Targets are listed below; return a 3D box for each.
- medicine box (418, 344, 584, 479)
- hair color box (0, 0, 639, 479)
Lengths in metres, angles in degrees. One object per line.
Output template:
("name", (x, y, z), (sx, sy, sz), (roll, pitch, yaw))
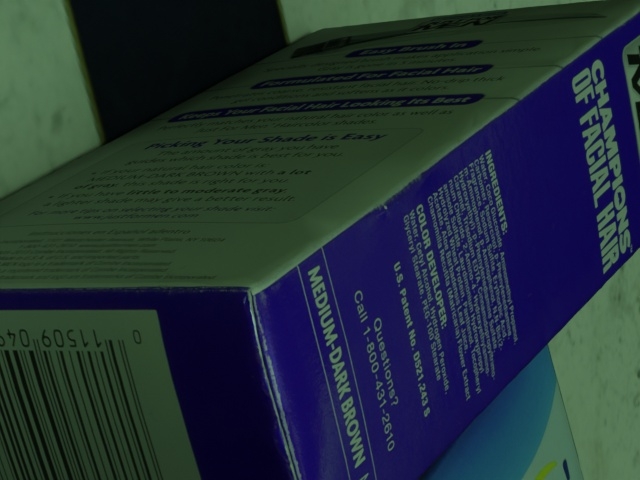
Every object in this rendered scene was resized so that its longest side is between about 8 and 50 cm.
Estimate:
("medicine box", (0.015, 0.222, 0.732), (0.263, 0.149, 0.289), (-47, 127, -47))
("hair color box", (0.000, 0.000, 0.684), (0.339, 0.185, 0.110), (-38, 120, -50))
